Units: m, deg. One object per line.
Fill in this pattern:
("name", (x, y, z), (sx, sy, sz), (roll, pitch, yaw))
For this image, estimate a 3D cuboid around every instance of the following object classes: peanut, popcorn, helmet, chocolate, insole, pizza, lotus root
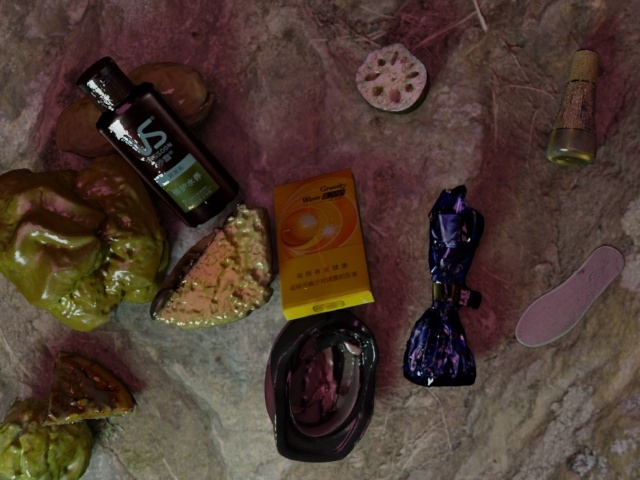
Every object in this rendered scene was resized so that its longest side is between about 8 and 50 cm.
("peanut", (-0.349, -0.236, 1.386), (0.313, 0.149, 0.149), (-22, 83, 11))
("popcorn", (-0.523, 0.379, 1.353), (0.213, 0.198, 0.198), (-24, 83, 15))
("helmet", (-0.011, 0.232, 1.292), (0.198, 0.154, 0.253), (13, 100, -28))
("chocolate", (0.220, 0.075, 1.287), (0.148, 0.126, 0.343), (10, 85, -29))
("insole", (0.431, 0.100, 1.299), (0.232, 0.003, 0.080), (-44, 81, 4))
("pizza", (-0.442, 0.270, 1.356), (0.185, 0.176, 0.036), (38, 119, 18))
("lotus root", (0.129, -0.279, 1.334), (0.112, 0.081, 0.122), (-45, 81, 6))

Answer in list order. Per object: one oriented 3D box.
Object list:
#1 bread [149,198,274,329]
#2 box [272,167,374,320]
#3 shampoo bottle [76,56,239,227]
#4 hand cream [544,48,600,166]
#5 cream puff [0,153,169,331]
("bread", (-0.158, 0.061, 1.309), (0.163, 0.204, 0.262), (40, 90, -2))
("box", (0.000, 0.000, 1.293), (0.152, 0.043, 0.269), (-13, 54, 7))
("shampoo bottle", (-0.281, -0.169, 1.299), (0.129, 0.084, 0.323), (-35, 123, 3))
("hand cream", (0.438, -0.231, 1.288), (0.084, 0.084, 0.203), (9, 81, 10))
("cream puff", (-0.422, -0.017, 1.317), (0.270, 0.274, 0.323), (-36, 84, 14))
